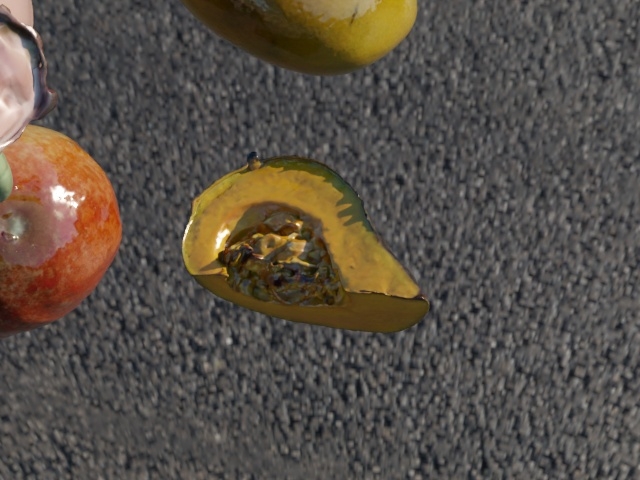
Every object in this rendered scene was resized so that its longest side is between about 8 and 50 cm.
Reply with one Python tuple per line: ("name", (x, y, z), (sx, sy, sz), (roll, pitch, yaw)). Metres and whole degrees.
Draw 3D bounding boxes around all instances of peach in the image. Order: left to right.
("peach", (-0.321, -0.010, 1.233), (0.232, 0.232, 0.256), (14, 18, 10))

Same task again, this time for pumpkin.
("pumpkin", (0.004, 0.002, 1.364), (0.278, 0.111, 0.163), (6, 63, 20))

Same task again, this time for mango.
("mango", (-0.034, -0.299, 1.411), (0.317, 0.173, 0.211), (30, 74, -19))

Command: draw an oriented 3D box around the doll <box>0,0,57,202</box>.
("doll", (-0.265, -0.090, 0.650), (0.268, 0.284, 0.216), (12, 62, 52))
